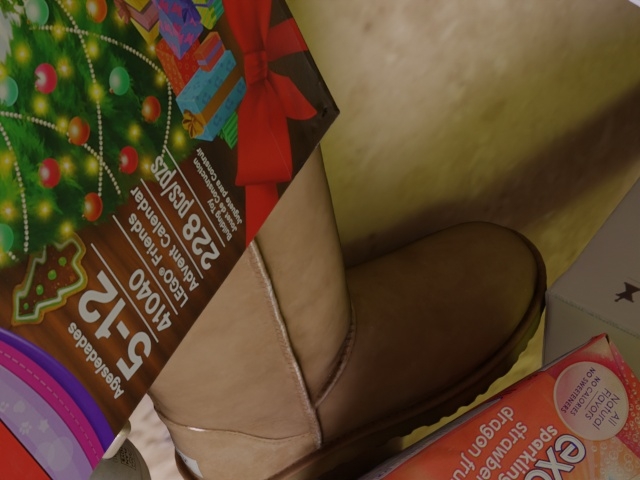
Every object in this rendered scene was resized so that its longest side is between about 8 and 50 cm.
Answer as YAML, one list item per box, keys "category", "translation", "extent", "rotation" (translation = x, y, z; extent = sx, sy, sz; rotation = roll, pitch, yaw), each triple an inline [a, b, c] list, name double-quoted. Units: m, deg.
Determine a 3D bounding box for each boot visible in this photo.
- category: "boot"
  translation: [0.000, 0.000, 0.589]
  extent: [0.236, 0.089, 0.269]
  rotation: [-36, 143, -15]

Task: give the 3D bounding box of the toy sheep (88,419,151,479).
- category: "toy sheep"
  translation: [-0.120, 0.120, 0.587]
  extent: [0.091, 0.091, 0.132]
  rotation: [-5, 147, -44]

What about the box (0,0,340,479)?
- category: "box"
  translation: [-0.114, -0.073, 0.285]
  extent: [0.201, 0.057, 0.293]
  rotation: [-57, 135, -31]

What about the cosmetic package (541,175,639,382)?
- category: "cosmetic package"
  translation: [0.350, 0.039, 0.682]
  extent: [0.284, 0.377, 0.097]
  rotation: [-46, 149, -30]

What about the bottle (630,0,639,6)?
- category: "bottle"
  translation: [0.201, -0.232, 0.557]
  extent: [0.118, 0.092, 0.283]
  rotation: [7, 120, -56]

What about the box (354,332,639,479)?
- category: "box"
  translation: [0.070, 0.179, 0.691]
  extent: [0.154, 0.142, 0.300]
  rotation: [-28, 170, -24]
